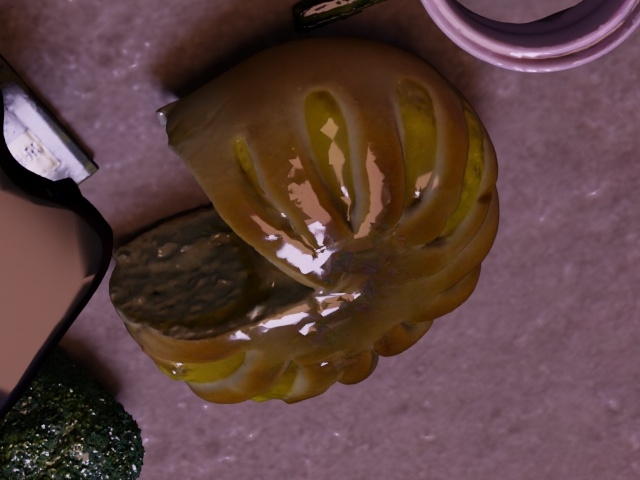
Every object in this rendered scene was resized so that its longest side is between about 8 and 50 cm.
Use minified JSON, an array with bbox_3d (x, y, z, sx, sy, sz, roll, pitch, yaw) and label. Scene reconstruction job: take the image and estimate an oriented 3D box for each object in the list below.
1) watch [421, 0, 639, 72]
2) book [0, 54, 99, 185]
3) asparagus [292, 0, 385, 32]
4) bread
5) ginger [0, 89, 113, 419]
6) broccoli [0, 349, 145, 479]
[{"bbox_3d":[0.180,-0.217,1.288,0.217,0.211,0.248,-34,105,10],"label":"watch"},{"bbox_3d":[-0.296,-0.085,1.331,0.160,0.024,0.228,-34,127,6],"label":"book"},{"bbox_3d":[0.089,-0.206,1.368,0.232,0.023,0.022,-19,173,-4],"label":"asparagus"},{"bbox_3d":[0.000,0.000,1.402,0.333,0.160,0.333,-10,129,-12],"label":"bread"},{"bbox_3d":[-0.383,0.009,1.249,0.413,0.211,0.358,-32,117,-11],"label":"ginger"},{"bbox_3d":[-0.238,0.187,1.466,0.156,0.195,0.195,-29,131,30],"label":"broccoli"}]
